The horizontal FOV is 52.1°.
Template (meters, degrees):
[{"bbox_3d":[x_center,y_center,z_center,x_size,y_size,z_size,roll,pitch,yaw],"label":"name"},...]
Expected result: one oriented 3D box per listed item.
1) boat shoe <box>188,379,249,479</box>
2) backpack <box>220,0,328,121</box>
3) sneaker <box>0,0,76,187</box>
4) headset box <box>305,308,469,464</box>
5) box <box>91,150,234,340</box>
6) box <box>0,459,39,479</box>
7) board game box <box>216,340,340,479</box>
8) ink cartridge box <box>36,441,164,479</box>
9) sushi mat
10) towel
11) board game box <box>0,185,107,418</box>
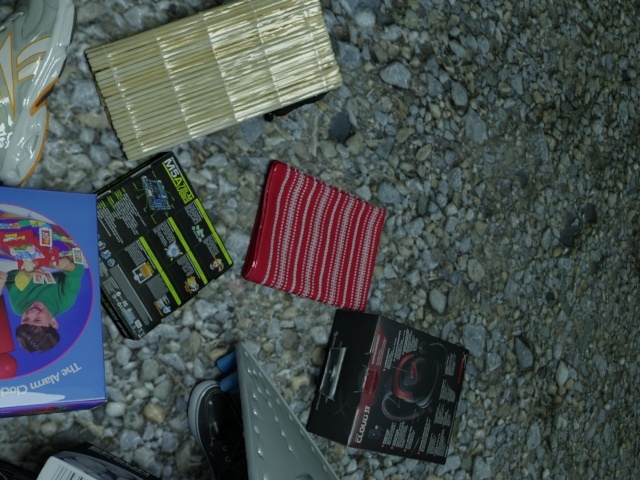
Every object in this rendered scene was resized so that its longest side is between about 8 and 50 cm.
[{"bbox_3d":[-0.130,0.315,0.953,0.080,0.076,0.229,-15,101,-40],"label":"boat shoe"},{"bbox_3d":[-0.078,-0.277,0.954,0.182,0.152,0.115,40,51,-29],"label":"backpack"},{"bbox_3d":[-0.358,-0.197,0.731,0.121,0.099,0.262,16,80,-36],"label":"sneaker"},{"bbox_3d":[0.115,0.255,1.144,0.293,0.110,0.218,24,75,-39],"label":"headset box"},{"bbox_3d":[-0.231,0.005,0.880,0.184,0.045,0.191,-42,116,-35],"label":"box"},{"bbox_3d":[-0.259,0.390,0.689,0.296,0.294,0.183,43,64,-36],"label":"box"},{"bbox_3d":[-0.019,0.382,0.887,0.050,0.390,0.390,-29,115,2],"label":"board game box"},{"bbox_3d":[-0.201,0.299,0.752,0.206,0.208,0.045,28,77,-1],"label":"ink cartridge box"},{"bbox_3d":[-0.136,-0.226,0.866,0.316,0.019,0.151,-21,107,-6],"label":"sushi mat"},{"bbox_3d":[0.000,0.000,1.090,0.275,0.031,0.199,20,79,-40],"label":"towel"},{"bbox_3d":[-0.398,0.060,0.636,0.347,0.078,0.233,4,68,-34],"label":"board game box"}]
